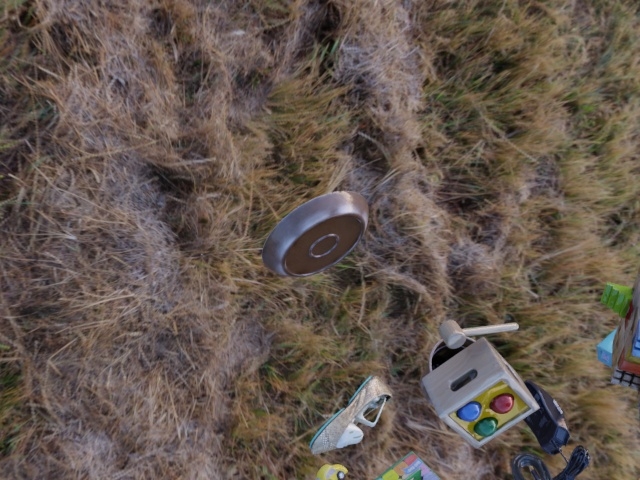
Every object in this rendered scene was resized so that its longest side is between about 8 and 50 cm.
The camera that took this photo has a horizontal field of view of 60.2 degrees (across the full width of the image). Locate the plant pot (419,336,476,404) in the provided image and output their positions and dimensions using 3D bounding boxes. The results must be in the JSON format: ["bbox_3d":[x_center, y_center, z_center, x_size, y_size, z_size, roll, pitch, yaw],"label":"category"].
[{"bbox_3d":[0.336,0.352,1.415,0.167,0.165,0.167,4,59,-6],"label":"plant pot"}]

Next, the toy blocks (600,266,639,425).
[{"bbox_3d":[0.625,0.162,1.013,0.190,0.261,0.381,14,121,22],"label":"toy blocks"}]

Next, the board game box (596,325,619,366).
[{"bbox_3d":[1.088,0.316,1.730,0.336,0.254,0.079,-35,126,-16],"label":"board game box"}]

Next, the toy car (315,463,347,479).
[{"bbox_3d":[-0.055,0.699,1.522,0.225,0.239,0.053,-29,85,22],"label":"toy car"}]

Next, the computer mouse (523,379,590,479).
[{"bbox_3d":[0.544,0.478,1.329,0.060,0.262,0.184,7,117,-18],"label":"computer mouse"}]

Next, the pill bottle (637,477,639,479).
[{"bbox_3d":[0.495,0.342,0.697,0.245,0.130,0.130,19,84,-32],"label":"pill bottle"}]

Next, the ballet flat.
[{"bbox_3d":[0.067,0.342,1.057,0.067,0.073,0.206,33,54,25],"label":"ballet flat"}]

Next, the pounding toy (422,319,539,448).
[{"bbox_3d":[0.258,0.214,0.875,0.181,0.094,0.206,-39,122,13],"label":"pounding toy"}]

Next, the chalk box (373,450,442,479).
[{"bbox_3d":[0.258,0.741,1.547,0.180,0.179,0.289,-27,120,-20],"label":"chalk box"}]

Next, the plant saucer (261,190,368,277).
[{"bbox_3d":[0.000,0.000,1.415,0.310,0.311,0.050,-27,60,-11],"label":"plant saucer"}]

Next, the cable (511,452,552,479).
[{"bbox_3d":[0.423,0.501,0.961,0.139,0.287,0.072,-29,115,-14],"label":"cable"}]
